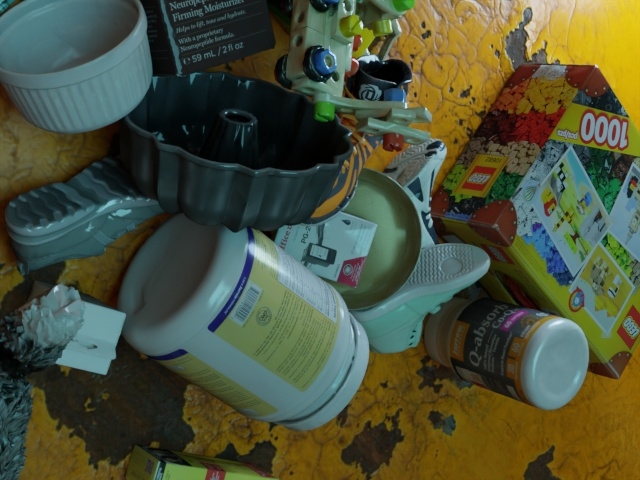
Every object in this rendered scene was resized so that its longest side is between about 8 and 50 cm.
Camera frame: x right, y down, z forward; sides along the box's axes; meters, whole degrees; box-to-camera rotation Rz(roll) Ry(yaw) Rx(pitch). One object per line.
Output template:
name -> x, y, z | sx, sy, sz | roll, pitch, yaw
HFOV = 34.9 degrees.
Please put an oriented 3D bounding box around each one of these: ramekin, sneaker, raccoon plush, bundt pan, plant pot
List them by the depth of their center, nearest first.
raccoon plush -> -0.389, 0.276, 1.209 | 0.216, 0.446, 0.299 | -36, 95, -48
ramekin -> -0.314, -0.230, 1.307 | 0.207, 0.207, 0.109 | -39, 141, -25
bundt pan -> -0.127, -0.118, 1.412 | 0.330, 0.331, 0.124 | -7, 125, -36
sneaker -> -0.315, -0.037, 1.429 | 0.281, 0.105, 0.115 | -19, 142, -36
sneaker -> 0.038, -0.176, 1.566 | 0.124, 0.180, 0.321 | 28, 55, 6
plant pot -> 0.049, -0.004, 1.671 | 0.236, 0.032, 0.236 | 0, 96, -5
sneaker -> 0.177, 0.104, 1.755 | 0.255, 0.094, 0.151 | -23, 136, -2
sneaker -> 0.167, -0.050, 1.772 | 0.153, 0.094, 0.235 | 43, 73, -36

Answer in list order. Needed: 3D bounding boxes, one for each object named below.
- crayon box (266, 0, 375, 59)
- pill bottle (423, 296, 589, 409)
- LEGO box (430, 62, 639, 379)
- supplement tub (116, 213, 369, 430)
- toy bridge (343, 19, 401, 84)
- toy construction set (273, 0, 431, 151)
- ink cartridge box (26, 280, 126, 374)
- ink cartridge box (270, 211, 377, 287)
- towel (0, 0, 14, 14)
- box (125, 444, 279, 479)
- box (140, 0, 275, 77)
crayon box -> 0.030, -0.505, 1.573 | 0.313, 0.106, 0.363 | 45, 72, -35
pill bottle -> 0.325, 0.191, 1.820 | 0.162, 0.278, 0.162 | -8, 103, -36
LEGO box -> 0.474, -0.035, 1.944 | 0.500, 0.193, 0.373 | 45, 72, -34
supplement tub -> -0.107, 0.122, 1.504 | 0.331, 0.241, 0.241 | 39, 75, -36
toy bridge -> 0.072, -0.301, 1.693 | 0.188, 0.026, 0.063 | -41, 123, -24
toy construction set -> 0.049, -0.276, 1.436 | 0.215, 0.151, 0.328 | 16, 59, -44
ink cartridge box -> -0.338, 0.120, 1.390 | 0.092, 0.143, 0.090 | 20, 87, -38
ink cartridge box -> 0.000, 0.000, 1.618 | 0.150, 0.063, 0.109 | 18, 94, -6
towel -> -0.463, -0.410, 1.260 | 0.370, 0.040, 0.271 | -51, 125, -18
box -> -0.183, 0.374, 1.594 | 0.232, 0.087, 0.058 | 20, 86, -37
box -> -0.191, -0.342, 1.397 | 0.168, 0.167, 0.203 | -25, 113, -31
